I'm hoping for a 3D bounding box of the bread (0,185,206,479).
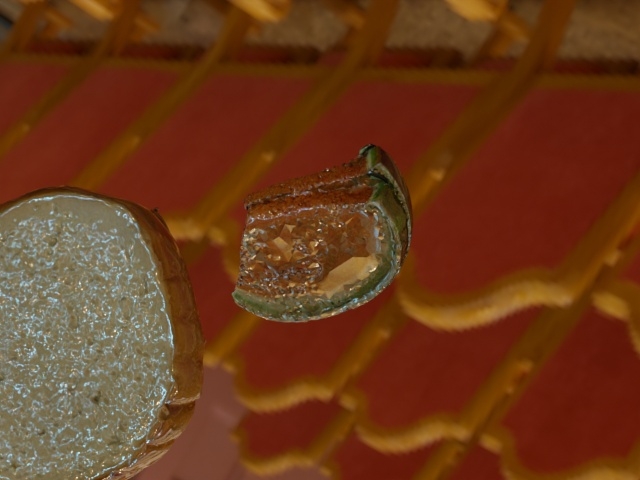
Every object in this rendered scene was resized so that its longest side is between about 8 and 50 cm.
[{"bbox_3d":[-0.189,0.073,1.268,0.236,0.236,0.070,25,-173,19],"label":"bread"}]

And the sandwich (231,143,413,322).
[{"bbox_3d":[0.000,0.004,0.756,0.101,0.026,0.069,-21,120,27],"label":"sandwich"}]
